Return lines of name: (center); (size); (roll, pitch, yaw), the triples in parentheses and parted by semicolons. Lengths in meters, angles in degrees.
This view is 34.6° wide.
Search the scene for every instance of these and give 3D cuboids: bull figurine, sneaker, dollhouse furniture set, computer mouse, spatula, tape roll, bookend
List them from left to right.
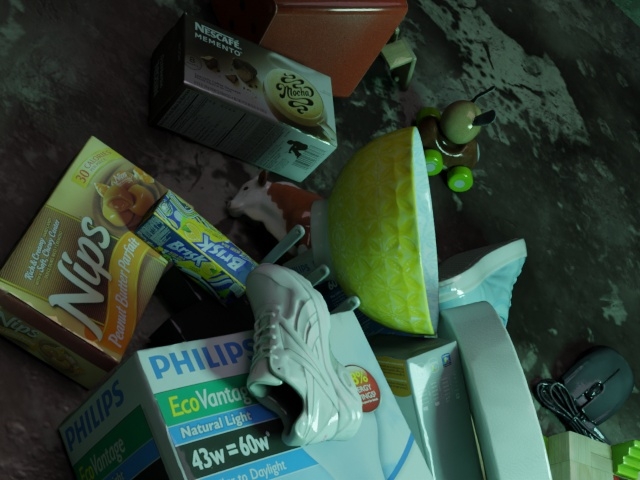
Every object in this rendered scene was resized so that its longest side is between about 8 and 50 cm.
bookend: (-0.185, 0.102, 1.436); (0.156, 0.072, 0.157); (53, 40, 6)
sneaker: (-0.042, 0.129, 1.181); (0.115, 0.090, 0.232); (-8, 62, -41)
spatula: (-0.048, 0.081, 1.444); (0.019, 0.242, 0.168); (-32, 83, -39)
bull figurine: (0.000, 0.000, 1.665); (0.310, 0.101, 0.188); (14, 58, -25)
dollhouse furniture set: (0.090, -0.371, 2.108); (0.151, 0.123, 0.144); (-22, 71, -12)
sneaker: (0.283, 0.098, 1.830); (0.366, 0.135, 0.150); (-24, 98, -55)
tape roll: (0.246, 0.281, 1.468); (0.072, 0.392, 0.392); (-12, 58, -1)
computer mouse: (0.524, 0.277, 1.921); (0.188, 0.072, 0.272); (50, 40, 5)

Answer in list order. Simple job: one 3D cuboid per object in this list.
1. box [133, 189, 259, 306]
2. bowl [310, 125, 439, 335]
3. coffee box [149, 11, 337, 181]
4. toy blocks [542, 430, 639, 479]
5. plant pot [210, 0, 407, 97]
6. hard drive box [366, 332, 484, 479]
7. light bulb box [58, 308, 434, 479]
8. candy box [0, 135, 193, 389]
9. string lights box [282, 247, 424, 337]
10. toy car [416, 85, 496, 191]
box: (-0.168, 0.012, 1.413); (0.169, 0.054, 0.059); (41, 38, -15)
bowl: (0.072, -0.006, 1.428); (0.289, 0.156, 0.289); (-6, 90, -80)
coffee box: (-0.129, -0.237, 1.730); (0.297, 0.119, 0.168); (20, 48, -29)
toy blocks: (0.472, 0.477, 1.657); (0.381, 0.191, 0.261); (22, 57, -26)
plant pot: (-0.044, -0.432, 1.880); (0.236, 0.267, 0.267); (-11, 65, -32)
hard drive box: (0.122, 0.254, 1.422); (0.089, 0.181, 0.232); (-17, 97, -32)
light bulb box: (-0.068, 0.307, 1.252); (0.358, 0.225, 0.361); (-8, 64, -44)
candy box: (-0.308, 0.021, 1.381); (0.183, 0.087, 0.316); (35, 41, -15)
string lights box: (0.064, 0.118, 1.558); (0.133, 0.077, 0.259); (-30, 98, -33)
toy car: (0.287, -0.221, 2.032); (0.149, 0.188, 0.155); (26, 44, -24)
